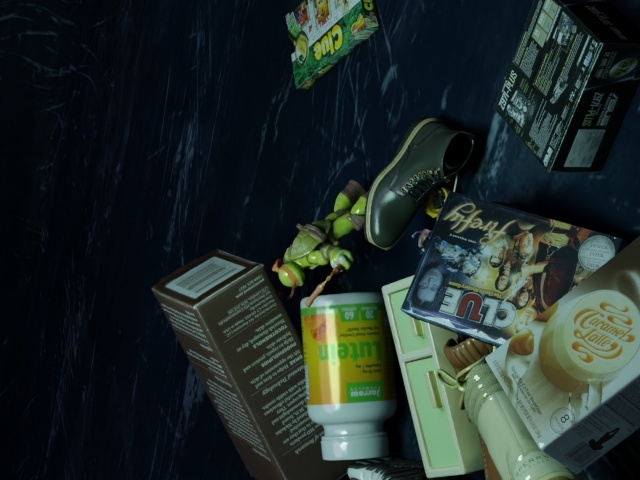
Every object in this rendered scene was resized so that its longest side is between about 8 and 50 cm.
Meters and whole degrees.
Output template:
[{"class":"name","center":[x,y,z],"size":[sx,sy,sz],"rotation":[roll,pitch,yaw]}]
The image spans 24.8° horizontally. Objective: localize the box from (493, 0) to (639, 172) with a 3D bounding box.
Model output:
[{"class":"box","center":[0.298,-0.194,1.741],"size":[0.147,0.077,0.180],"rotation":[57,139,45]}]

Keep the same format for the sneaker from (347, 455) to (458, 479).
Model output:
[{"class":"sneaker","center":[0.130,0.405,2.100],"size":[0.281,0.106,0.162],"rotation":[173,89,-73]}]

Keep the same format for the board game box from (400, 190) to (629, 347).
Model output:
[{"class":"board game box","center":[0.232,0.048,1.746],"size":[0.243,0.042,0.165],"rotation":[17,81,35]}]

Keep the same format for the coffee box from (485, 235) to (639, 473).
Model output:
[{"class":"coffee box","center":[0.320,0.115,1.561],"size":[0.246,0.098,0.141],"rotation":[-40,48,13]}]

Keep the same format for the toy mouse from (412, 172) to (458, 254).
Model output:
[{"class":"toy mouse","center":[0.178,0.000,2.039],"size":[0.161,0.031,0.143],"rotation":[-38,57,58]}]

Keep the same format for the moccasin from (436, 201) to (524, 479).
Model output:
[{"class":"moccasin","center":[0.212,0.137,1.851],"size":[0.139,0.147,0.380],"rotation":[-13,80,63]}]

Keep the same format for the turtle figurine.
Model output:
[{"class":"turtle figurine","center":[0.000,0.000,2.198],"size":[0.087,0.217,0.269],"rotation":[48,162,-10]}]

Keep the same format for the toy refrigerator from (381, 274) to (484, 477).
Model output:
[{"class":"toy refrigerator","center":[0.167,0.178,1.962],"size":[0.102,0.094,0.269],"rotation":[-23,78,61]}]

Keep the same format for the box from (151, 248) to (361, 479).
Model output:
[{"class":"box","center":[-0.100,0.214,2.308],"size":[0.191,0.143,0.381],"rotation":[16,134,62]}]

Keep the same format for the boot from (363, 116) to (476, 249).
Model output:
[{"class":"boot","center":[0.134,-0.075,2.002],"size":[0.198,0.077,0.137],"rotation":[-68,22,2]}]

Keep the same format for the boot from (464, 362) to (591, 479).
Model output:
[{"class":"boot","center":[0.258,0.271,1.713],"size":[0.262,0.095,0.203],"rotation":[51,-171,-50]}]

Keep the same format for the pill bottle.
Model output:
[{"class":"pill bottle","center":[0.045,0.204,2.196],"size":[0.136,0.136,0.245],"rotation":[-14,79,63]}]

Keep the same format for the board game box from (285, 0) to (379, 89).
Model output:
[{"class":"board game box","center":[0.016,-0.352,2.346],"size":[0.260,0.030,0.136],"rotation":[-33,64,59]}]
